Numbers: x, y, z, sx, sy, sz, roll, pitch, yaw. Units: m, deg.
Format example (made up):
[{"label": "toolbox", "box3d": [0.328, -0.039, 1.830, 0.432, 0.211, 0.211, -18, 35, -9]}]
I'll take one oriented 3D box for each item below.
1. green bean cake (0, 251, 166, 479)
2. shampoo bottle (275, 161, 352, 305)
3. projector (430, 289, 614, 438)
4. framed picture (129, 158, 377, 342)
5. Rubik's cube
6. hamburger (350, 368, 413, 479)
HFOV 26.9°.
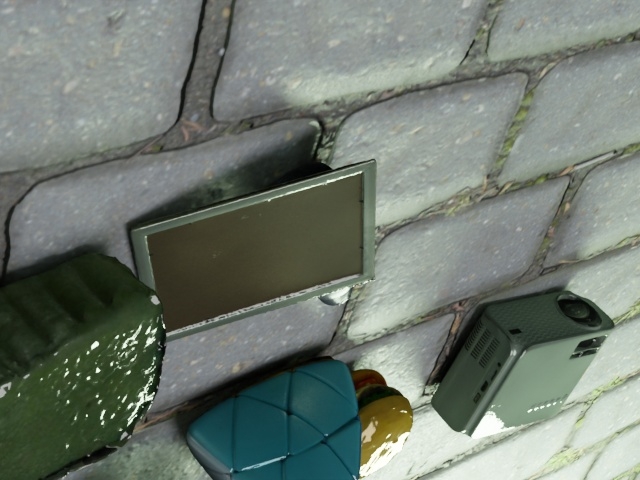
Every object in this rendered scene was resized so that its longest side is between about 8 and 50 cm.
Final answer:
[{"label": "green bean cake", "box3d": [-0.268, 0.136, 1.345, 0.227, 0.125, 0.222, -23, 142, -31]}, {"label": "shampoo bottle", "box3d": [0.000, 0.000, 1.544, 0.087, 0.049, 0.233, -30, 147, -8]}, {"label": "projector", "box3d": [0.312, 0.186, 2.069, 0.250, 0.108, 0.198, -7, 134, -42]}, {"label": "framed picture", "box3d": [-0.066, 0.013, 1.457, 0.274, 0.017, 0.217, -15, 143, -13]}, {"label": "Rubik's cube", "box3d": [-0.055, 0.284, 1.673, 0.254, 0.254, 0.254, -29, 146, -21]}, {"label": "hamburger", "box3d": [0.049, 0.256, 1.850, 0.162, 0.115, 0.162, -30, 145, -24]}]
